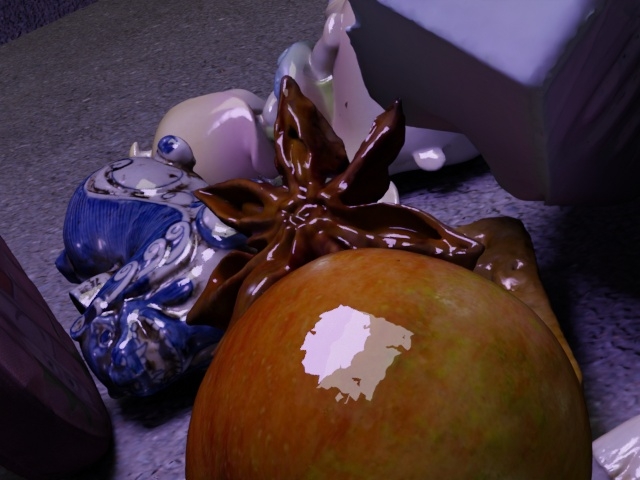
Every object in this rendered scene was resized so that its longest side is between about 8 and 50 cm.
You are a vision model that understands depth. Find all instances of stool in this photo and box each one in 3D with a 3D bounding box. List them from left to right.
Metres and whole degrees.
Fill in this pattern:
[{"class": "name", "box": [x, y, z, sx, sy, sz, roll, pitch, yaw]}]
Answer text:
[{"class": "stool", "box": [-0.281, 0.078, 0.875, 0.178, 0.272, 0.272, -36, 22, -2]}]

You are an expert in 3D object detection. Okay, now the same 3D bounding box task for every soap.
[{"class": "soap", "box": [0.185, -0.161, 0.895, 0.156, 0.261, 0.446, 37, 16, 21]}]

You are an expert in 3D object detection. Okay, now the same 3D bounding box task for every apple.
[{"class": "apple", "box": [0.029, 0.105, 0.616, 0.196, 0.196, 0.196, -16, 20, 6]}]

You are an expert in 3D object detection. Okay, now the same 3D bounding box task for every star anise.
[{"class": "star anise", "box": [-0.005, 0.002, 0.849, 0.196, 0.111, 0.212, -42, 56, -9]}]

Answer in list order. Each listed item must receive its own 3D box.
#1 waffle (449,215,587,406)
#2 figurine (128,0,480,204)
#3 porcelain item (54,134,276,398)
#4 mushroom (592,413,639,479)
[{"class": "waffle", "box": [0.072, 0.069, 0.853, 0.168, 0.057, 0.274, -15, 21, 7]}, {"class": "figurine", "box": [-0.005, -0.106, 1.245, 0.394, 0.227, 0.275, -17, 48, 21]}, {"class": "porcelain item", "box": [-0.125, 0.029, 1.038, 0.186, 0.138, 0.288, -36, 30, -16]}, {"class": "mushroom", "box": [0.229, 0.091, 0.682, 0.202, 0.054, 0.059, -20, 21, 8]}]
